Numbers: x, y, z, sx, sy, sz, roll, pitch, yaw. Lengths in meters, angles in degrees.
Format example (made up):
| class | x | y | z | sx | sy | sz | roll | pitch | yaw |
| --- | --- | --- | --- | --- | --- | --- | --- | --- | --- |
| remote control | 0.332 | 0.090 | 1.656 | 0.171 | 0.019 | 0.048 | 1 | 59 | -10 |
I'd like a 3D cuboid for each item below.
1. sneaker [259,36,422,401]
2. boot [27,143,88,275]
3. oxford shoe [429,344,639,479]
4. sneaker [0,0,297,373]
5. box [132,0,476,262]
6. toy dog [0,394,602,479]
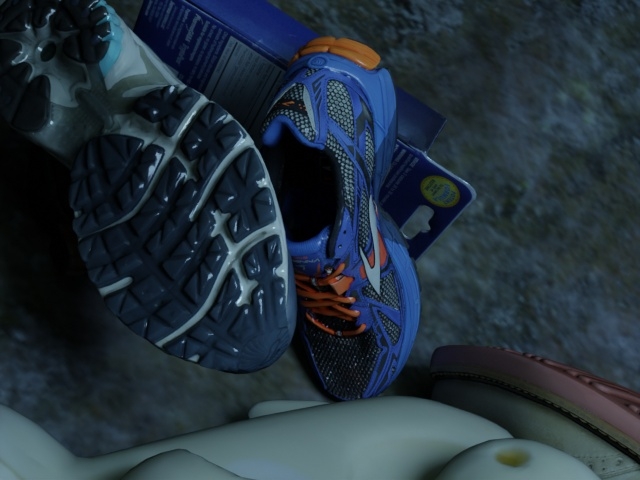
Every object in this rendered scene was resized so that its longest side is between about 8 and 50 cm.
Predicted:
| class | x | y | z | sx | sy | sz | roll | pitch | yaw |
| --- | --- | --- | --- | --- | --- | --- | --- | --- | --- |
| sneaker | 0.000 | 0.000 | 0.892 | 0.083 | 0.221 | 0.087 | 5 | 29 | 29 |
| boot | -0.113 | -0.019 | 0.948 | 0.114 | 0.037 | 0.106 | -1 | 54 | -32 |
| oxford shoe | 0.165 | 0.160 | 0.811 | 0.140 | 0.397 | 0.146 | 22 | 93 | -32 |
| sneaker | -0.078 | -0.035 | 0.862 | 0.122 | 0.110 | 0.283 | 36 | 15 | -54 |
| box | -0.014 | -0.074 | 0.966 | 0.225 | 0.136 | 0.036 | 34 | 61 | -2 |
| toy dog | -0.067 | 0.164 | 0.683 | 0.408 | 0.284 | 0.395 | 9 | 38 | -20 |
